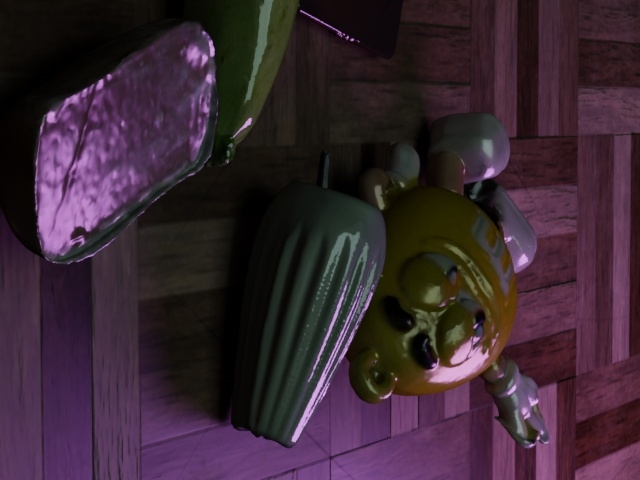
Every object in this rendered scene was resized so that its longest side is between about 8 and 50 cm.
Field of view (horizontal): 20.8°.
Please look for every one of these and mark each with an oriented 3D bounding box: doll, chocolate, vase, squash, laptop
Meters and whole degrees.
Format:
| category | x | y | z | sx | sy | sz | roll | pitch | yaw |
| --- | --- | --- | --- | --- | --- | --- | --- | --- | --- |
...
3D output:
| category | x | y | z | sx | sy | sz | roll | pitch | yaw |
| --- | --- | --- | --- | --- | --- | --- | --- | --- | --- |
| doll | 0.145 | 0.040 | 1.904 | 0.348 | 0.161 | 0.423 | 35 | 43 | -39 |
| chocolate | -0.184 | -0.092 | 1.439 | 0.254 | 0.080 | 0.157 | -41 | 141 | -48 |
| vase | -0.020 | 0.073 | 1.685 | 0.128 | 0.128 | 0.248 | 25 | 80 | -57 |
| squash | -0.067 | -0.247 | 1.587 | 0.118 | 0.118 | 0.371 | 8 | 86 | -59 |
| laptop | 0.029 | -0.286 | 1.833 | 0.207 | 0.026 | 0.154 | 16 | 80 | -57 |

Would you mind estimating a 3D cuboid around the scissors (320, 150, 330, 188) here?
| category | x | y | z | sx | sy | sz | roll | pitch | yaw |
| --- | --- | --- | --- | --- | --- | --- | --- | --- | --- |
| scissors | 0.000 | 0.000 | 1.810 | 0.100 | 0.015 | 0.189 | 20 | 74 | -63 |
